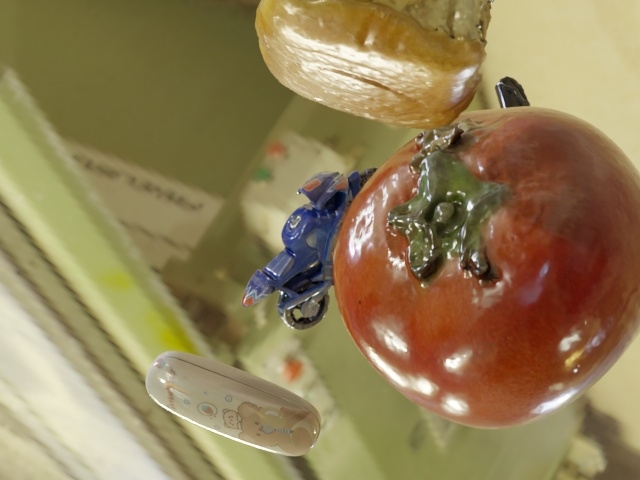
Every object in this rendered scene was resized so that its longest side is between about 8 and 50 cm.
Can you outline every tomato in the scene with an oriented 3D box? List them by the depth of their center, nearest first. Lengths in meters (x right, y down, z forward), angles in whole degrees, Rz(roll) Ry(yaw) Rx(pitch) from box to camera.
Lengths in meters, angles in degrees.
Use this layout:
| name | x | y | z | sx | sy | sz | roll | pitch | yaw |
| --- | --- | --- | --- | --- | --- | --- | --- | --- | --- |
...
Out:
| name | x | y | z | sx | sy | sz | roll | pitch | yaw |
| --- | --- | --- | --- | --- | --- | --- | --- | --- | --- |
| tomato | 0.179 | 0.029 | 1.634 | 0.321 | 0.321 | 0.321 | 29 | 160 | 11 |

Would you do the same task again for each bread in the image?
| name | x | y | z | sx | sy | sz | roll | pitch | yaw |
| --- | --- | --- | --- | --- | --- | --- | --- | --- | --- |
| bread | 0.042 | -0.157 | 1.246 | 0.174 | 0.121 | 0.245 | 25 | 170 | 1 |

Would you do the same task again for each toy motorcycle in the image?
| name | x | y | z | sx | sy | sz | roll | pitch | yaw |
| --- | --- | --- | --- | --- | --- | --- | --- | --- | --- |
| toy motorcycle | 0.000 | 0.000 | 1.853 | 0.114 | 0.205 | 0.076 | 29 | -176 | -37 |

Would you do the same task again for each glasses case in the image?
| name | x | y | z | sx | sy | sz | roll | pitch | yaw |
| --- | --- | --- | --- | --- | --- | --- | --- | --- | --- |
| glasses case | -0.097 | 0.182 | 1.901 | 0.204 | 0.051 | 0.081 | 20 | 135 | 5 |

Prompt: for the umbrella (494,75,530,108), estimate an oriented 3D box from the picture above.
| name | x | y | z | sx | sy | sz | roll | pitch | yaw |
| --- | --- | --- | --- | --- | --- | --- | --- | --- | --- |
| umbrella | 0.250 | -0.086 | 2.044 | 0.052 | 0.250 | 0.053 | 2 | 147 | -23 |
